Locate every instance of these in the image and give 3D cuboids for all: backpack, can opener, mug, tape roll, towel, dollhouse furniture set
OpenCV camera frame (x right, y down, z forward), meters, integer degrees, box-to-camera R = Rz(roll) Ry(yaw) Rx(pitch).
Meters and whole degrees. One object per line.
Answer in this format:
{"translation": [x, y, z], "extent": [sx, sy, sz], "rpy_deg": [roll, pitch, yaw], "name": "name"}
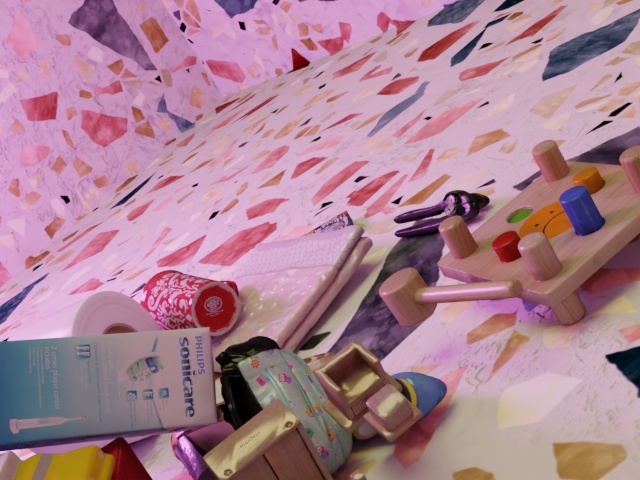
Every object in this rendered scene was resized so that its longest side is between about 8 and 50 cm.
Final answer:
{"translation": [-0.046, 0.216, 1.262], "extent": [0.115, 0.152, 0.182], "rpy_deg": [-29, 60, -15], "name": "backpack"}
{"translation": [0.194, -0.037, 1.722], "extent": [0.186, 0.073, 0.059], "rpy_deg": [-21, 60, 40], "name": "can opener"}
{"translation": [-0.208, 0.097, 1.753], "extent": [0.150, 0.113, 0.169], "rpy_deg": [-49, 26, -23], "name": "mug"}
{"translation": [-0.373, 0.221, 1.670], "extent": [0.169, 0.246, 0.246], "rpy_deg": [-24, 20, 26], "name": "tape roll"}
{"translation": [-0.098, 0.105, 1.780], "extent": [0.331, 0.053, 0.317], "rpy_deg": [-9, 36, 53], "name": "towel"}
{"translation": [0.052, 0.323, 1.029], "extent": [0.303, 0.174, 0.355], "rpy_deg": [-38, 43, -15], "name": "dollhouse furniture set"}

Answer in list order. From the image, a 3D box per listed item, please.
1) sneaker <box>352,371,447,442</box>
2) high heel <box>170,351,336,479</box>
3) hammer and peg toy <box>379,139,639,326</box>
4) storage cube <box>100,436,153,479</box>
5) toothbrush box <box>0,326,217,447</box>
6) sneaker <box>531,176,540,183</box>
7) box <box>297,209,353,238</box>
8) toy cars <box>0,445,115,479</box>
{"translation": [0.071, 0.210, 1.286], "extent": [0.082, 0.069, 0.209], "rpy_deg": [-5, -14, -42], "name": "sneaker"}
{"translation": [-0.100, 0.226, 1.453], "extent": [0.261, 0.093, 0.186], "rpy_deg": [-41, 21, -8], "name": "high heel"}
{"translation": [0.272, 0.016, 1.326], "extent": [0.361, 0.127, 0.266], "rpy_deg": [-39, 21, -17], "name": "hammer and peg toy"}
{"translation": [-0.256, 0.378, 1.181], "extent": [0.215, 0.184, 0.193], "rpy_deg": [-33, 17, 1], "name": "storage cube"}
{"translation": [-0.299, 0.193, 1.305], "extent": [0.295, 0.126, 0.216], "rpy_deg": [-1, -12, -19], "name": "toothbrush box"}
{"translation": [0.366, -0.098, 1.592], "extent": [0.040, 0.044, 0.109], "rpy_deg": [-45, 20, -27], "name": "sneaker"}
{"translation": [0.000, 0.000, 1.962], "extent": [0.137, 0.027, 0.094], "rpy_deg": [-30, 18, 8], "name": "box"}
{"translation": [-0.391, 0.294, 1.189], "extent": [0.393, 0.087, 0.176], "rpy_deg": [-16, 24, 46], "name": "toy cars"}
